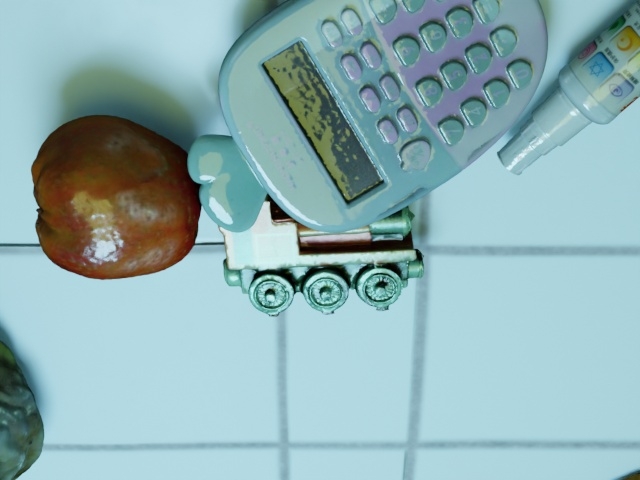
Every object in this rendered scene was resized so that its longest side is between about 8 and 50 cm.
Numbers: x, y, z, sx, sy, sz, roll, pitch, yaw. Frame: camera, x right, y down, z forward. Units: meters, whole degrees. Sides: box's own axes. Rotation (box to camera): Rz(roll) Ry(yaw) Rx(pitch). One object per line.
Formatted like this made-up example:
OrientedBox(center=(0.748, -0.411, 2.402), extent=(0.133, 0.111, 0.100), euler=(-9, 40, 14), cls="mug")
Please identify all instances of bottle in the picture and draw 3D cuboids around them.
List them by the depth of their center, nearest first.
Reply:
OrientedBox(center=(0.223, -0.129, 0.781), extent=(0.060, 0.060, 0.217), euler=(37, 116, -23), cls="bottle")

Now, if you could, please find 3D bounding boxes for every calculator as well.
OrientedBox(center=(0.032, -0.109, 0.777), extent=(0.299, 0.041, 0.185), euler=(-31, 111, 7), cls="calculator")

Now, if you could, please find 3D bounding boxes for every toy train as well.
OrientedBox(center=(0.000, 0.000, 0.865), extent=(0.175, 0.074, 0.118), euler=(-3, 119, 3), cls="toy train")

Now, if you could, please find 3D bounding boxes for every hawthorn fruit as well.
OrientedBox(center=(-0.158, -0.032, 0.807), extent=(0.138, 0.133, 0.133), euler=(-3, 126, -19), cls="hawthorn fruit")

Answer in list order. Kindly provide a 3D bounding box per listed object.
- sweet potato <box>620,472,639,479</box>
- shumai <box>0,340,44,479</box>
OrientedBox(center=(0.350, 0.254, 1.063), extent=(0.095, 0.034, 0.034), euler=(-9, 125, 19), cls="sweet potato")
OrientedBox(center=(-0.417, 0.208, 0.893), extent=(0.309, 0.263, 0.304), euler=(24, 119, -16), cls="shumai")
